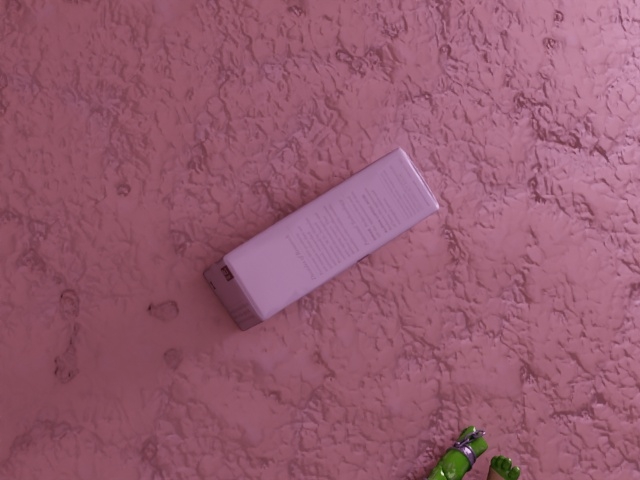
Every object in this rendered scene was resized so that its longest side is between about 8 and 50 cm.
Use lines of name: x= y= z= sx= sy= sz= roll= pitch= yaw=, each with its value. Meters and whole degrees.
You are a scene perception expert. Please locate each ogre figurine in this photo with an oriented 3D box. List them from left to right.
ogre figurine: x=0.165 y=0.311 z=1.416 sx=0.118 sy=0.097 sz=0.197 roll=-18 pitch=103 yaw=-35

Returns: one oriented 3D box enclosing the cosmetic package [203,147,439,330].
cosmetic package: x=0.000 y=0.000 z=1.399 sx=0.231 sy=0.117 sz=0.085 roll=-34 pitch=91 yaw=-17
